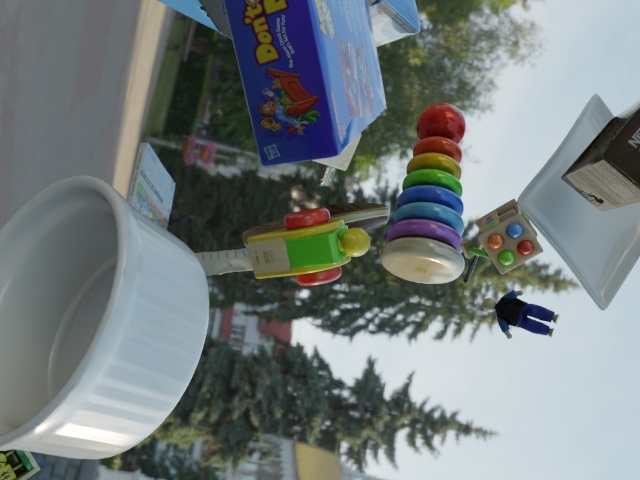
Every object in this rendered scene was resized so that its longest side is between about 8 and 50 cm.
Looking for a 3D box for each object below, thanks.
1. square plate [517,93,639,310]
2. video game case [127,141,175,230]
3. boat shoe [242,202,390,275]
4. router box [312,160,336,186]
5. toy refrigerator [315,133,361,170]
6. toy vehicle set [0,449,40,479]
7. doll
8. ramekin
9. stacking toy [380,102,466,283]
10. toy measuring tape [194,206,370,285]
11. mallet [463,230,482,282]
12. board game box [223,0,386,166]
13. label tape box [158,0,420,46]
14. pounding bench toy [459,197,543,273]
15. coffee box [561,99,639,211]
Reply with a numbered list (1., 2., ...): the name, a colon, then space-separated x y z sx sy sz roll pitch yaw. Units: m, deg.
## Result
1. square plate: 0.603 -0.084 1.646 0.347 0.344 0.049 -50 -161 -20
2. video game case: -0.269 -0.054 1.177 0.119 0.015 0.166 68 22 -57
3. boat shoe: 0.000 0.000 1.668 0.123 0.342 0.123 -156 -128 -64
4. router box: 0.009 -0.219 2.002 0.092 0.038 0.122 112 -27 -50
5. toy refrigerator: -0.025 -0.248 1.757 0.094 0.270 0.102 30 -78 32
6. toy vehicle set: -0.578 0.293 1.152 0.035 0.166 0.266 -16 -74 55
7. doll: 0.501 0.191 1.897 0.046 0.189 0.129 8 100 -67
8. ramekin: -0.243 0.085 0.758 0.277 0.135 0.277 -20 -125 31
9. stacking toy: 0.197 -0.099 1.305 0.141 0.141 0.330 127 -23 -66
10. toy measuring tape: -0.062 0.015 1.144 0.330 0.121 0.121 -8 -116 34
11. mallet: 0.430 0.045 2.056 0.189 0.039 0.062 -63 157 -24
12. board game box: -0.023 -0.270 0.726 0.233 0.078 0.346 -52 133 -65
13. label tape box: -0.047 -0.344 1.140 0.241 0.334 0.105 6 73 -63
14. pounding bench toy: 0.195 0.004 0.830 0.083 0.052 0.065 -32 -168 19
15. coffee box: 0.580 -0.162 1.394 0.168 0.119 0.297 -49 175 1
